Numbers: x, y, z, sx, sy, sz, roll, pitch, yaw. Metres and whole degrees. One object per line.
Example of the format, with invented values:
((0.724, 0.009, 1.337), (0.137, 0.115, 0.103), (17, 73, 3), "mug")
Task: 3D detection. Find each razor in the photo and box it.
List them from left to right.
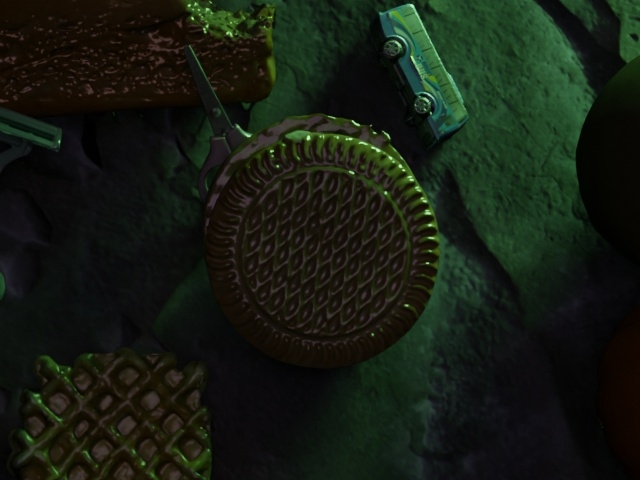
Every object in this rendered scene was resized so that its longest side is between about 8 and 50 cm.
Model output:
((-0.360, -0.002, 1.676), (0.111, 0.056, 0.278), (20, 96, -20), "razor")

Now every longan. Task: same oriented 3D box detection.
((0.387, -0.082, 1.685), (0.258, 0.258, 0.258), (1, 80, -5), "longan")

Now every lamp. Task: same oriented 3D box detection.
((0.375, 0.160, 1.663), (0.223, 0.196, 0.223), (18, 62, -39), "lamp")

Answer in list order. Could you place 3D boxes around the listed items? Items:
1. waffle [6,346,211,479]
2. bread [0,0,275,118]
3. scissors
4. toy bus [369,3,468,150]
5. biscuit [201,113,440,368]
((-0.211, 0.219, 1.669), (0.204, 0.054, 0.223), (-1, 78, -5), "waffle")
((-0.232, -0.219, 1.694), (0.380, 0.109, 0.185), (-5, 115, -7), "bread")
((-0.103, -0.119, 1.704), (0.100, 0.015, 0.189), (-27, 121, -7), "scissors")
((0.103, -0.175, 1.771), (0.061, 0.051, 0.153), (-25, 83, -15), "toy bus")
((0.000, 0.000, 1.699), (0.259, 0.079, 0.259), (0, 93, -7), "biscuit")
